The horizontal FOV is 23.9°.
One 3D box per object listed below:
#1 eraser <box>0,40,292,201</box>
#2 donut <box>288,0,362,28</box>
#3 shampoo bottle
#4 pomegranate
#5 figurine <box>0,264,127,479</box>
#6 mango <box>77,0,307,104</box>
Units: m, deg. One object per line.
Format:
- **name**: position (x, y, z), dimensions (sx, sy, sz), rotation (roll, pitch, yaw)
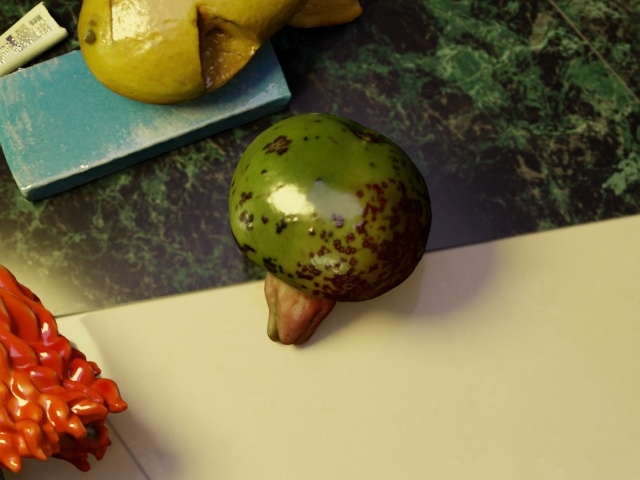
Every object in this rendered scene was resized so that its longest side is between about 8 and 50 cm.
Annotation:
- **eraser**: position (-0.200, -0.158, 1.650), dimensions (0.312, 0.042, 0.144), rotation (-21, 74, -5)
- **donut**: position (-0.022, -0.328, 1.681), dimensions (0.146, 0.078, 0.181), rotation (2, 72, 0)
- **shampoo bottle**: position (-0.349, -0.206, 1.674), dimensions (0.141, 0.034, 0.049), rotation (-37, 83, -9)
- **pomegranate**: position (0.000, 0.000, 1.533), dimensions (0.214, 0.214, 0.248), rotation (21, 107, 8)
- **figurine**: position (-0.352, 0.222, 1.465), dimensions (0.306, 0.241, 0.411), rotation (13, 91, 30)
- **mango**: position (-0.128, -0.245, 1.579), dimensions (0.262, 0.130, 0.167), rotation (-35, 84, -4)
